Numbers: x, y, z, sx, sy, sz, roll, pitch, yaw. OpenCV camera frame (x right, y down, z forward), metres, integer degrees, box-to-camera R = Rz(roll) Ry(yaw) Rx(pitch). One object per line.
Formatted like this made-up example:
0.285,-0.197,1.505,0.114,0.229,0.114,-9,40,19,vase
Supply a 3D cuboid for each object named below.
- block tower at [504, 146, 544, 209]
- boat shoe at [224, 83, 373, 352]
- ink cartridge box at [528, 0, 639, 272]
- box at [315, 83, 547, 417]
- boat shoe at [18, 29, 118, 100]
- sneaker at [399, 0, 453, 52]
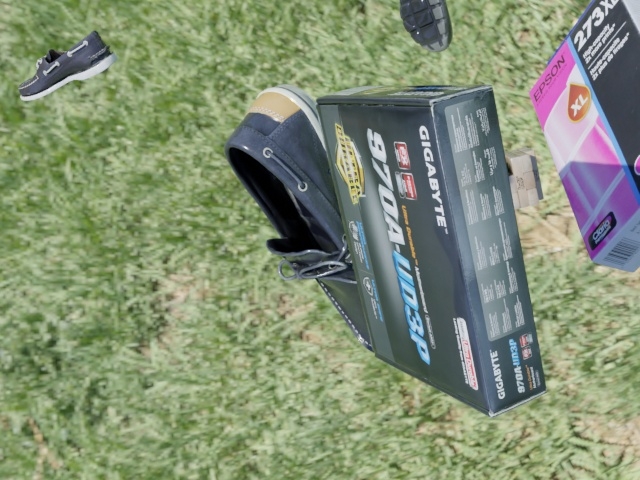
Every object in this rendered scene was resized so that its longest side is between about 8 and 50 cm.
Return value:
0.208,-0.078,1.703,0.335,0.091,0.097,-14,101,-2,block tower
0.000,0.000,1.583,0.186,0.156,0.500,4,129,50,boat shoe
0.324,-0.158,1.108,0.371,0.069,0.176,-95,27,-44,ink cartridge box
0.076,-0.002,0.723,0.175,0.051,0.220,19,125,64,box
-0.257,-0.173,0.989,0.125,0.046,0.038,-13,119,34,boat shoe
0.188,-0.471,1.783,0.101,0.106,0.267,-11,104,48,sneaker
